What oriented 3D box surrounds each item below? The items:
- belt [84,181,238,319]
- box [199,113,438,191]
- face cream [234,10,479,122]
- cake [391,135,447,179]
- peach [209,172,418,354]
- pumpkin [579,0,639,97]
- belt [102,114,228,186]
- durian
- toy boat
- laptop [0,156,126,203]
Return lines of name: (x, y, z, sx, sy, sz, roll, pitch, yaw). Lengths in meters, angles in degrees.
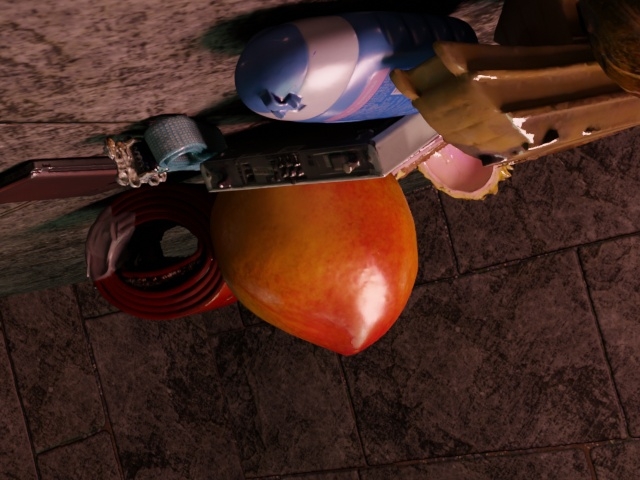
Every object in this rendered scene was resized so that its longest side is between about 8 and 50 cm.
belt: (-0.250, 0.014, 1.441, 0.323, 0.227, 0.115, -4, 180, 29)
box: (0.008, -0.118, 0.999, 0.270, 0.045, 0.211, -1, -154, 42)
face cream: (0.032, -0.158, 0.800, 0.264, 0.083, 0.149, -13, 165, -45)
cake: (0.188, -0.175, 1.311, 0.295, 0.113, 0.116, -21, 179, 2)
peach: (0.003, -0.004, 1.225, 0.288, 0.289, 0.308, -14, -142, -31)
pumpkin: (0.306, -0.209, 0.678, 0.218, 0.162, 0.219, -19, 154, -10)
belt: (-0.173, -0.107, 1.045, 0.100, 0.065, 0.179, -26, 174, 14)
durian: (0.311, -0.200, 1.572, 0.305, 0.185, 0.195, -30, -170, 48)
toy boat: (0.260, -0.179, 0.827, 0.445, 0.162, 0.136, -17, 179, -34)
laptop: (-0.335, -0.079, 1.129, 0.153, 0.026, 0.207, -14, 177, 36)
